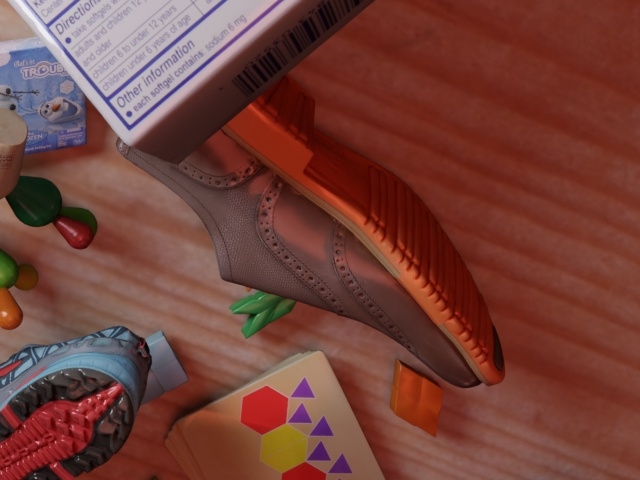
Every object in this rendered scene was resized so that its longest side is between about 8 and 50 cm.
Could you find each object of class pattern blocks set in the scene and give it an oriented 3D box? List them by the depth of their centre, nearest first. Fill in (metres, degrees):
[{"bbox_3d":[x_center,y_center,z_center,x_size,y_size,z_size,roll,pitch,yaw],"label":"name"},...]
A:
[{"bbox_3d":[-0.027,0.192,1.278,0.285,0.026,0.325,-19,110,-6],"label":"pattern blocks set"}]

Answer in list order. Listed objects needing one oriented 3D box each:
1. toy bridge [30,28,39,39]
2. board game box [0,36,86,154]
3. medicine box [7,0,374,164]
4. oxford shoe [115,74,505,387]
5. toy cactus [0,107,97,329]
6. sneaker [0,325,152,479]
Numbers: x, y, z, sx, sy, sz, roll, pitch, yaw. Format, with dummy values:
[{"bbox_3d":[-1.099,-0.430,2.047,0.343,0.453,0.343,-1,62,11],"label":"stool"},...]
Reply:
[{"bbox_3d":[-0.281,-0.112,1.134,0.188,0.026,0.063,-24,111,-5],"label":"toy bridge"},{"bbox_3d":[-0.220,-0.106,1.129,0.090,0.020,0.090,-12,126,-22],"label":"board game box"},{"bbox_3d":[-0.103,-0.245,1.015,0.263,0.149,0.289,-40,85,2],"label":"medicine box"},{"bbox_3d":[0.000,0.000,1.191,0.133,0.130,0.363,-40,104,20],"label":"oxford shoe"},{"bbox_3d":[-0.257,-0.022,1.102,0.219,0.112,0.180,10,143,-23],"label":"toy cactus"},{"bbox_3d":[-0.233,0.144,1.182,0.262,0.125,0.104,-22,109,24],"label":"sneaker"}]
